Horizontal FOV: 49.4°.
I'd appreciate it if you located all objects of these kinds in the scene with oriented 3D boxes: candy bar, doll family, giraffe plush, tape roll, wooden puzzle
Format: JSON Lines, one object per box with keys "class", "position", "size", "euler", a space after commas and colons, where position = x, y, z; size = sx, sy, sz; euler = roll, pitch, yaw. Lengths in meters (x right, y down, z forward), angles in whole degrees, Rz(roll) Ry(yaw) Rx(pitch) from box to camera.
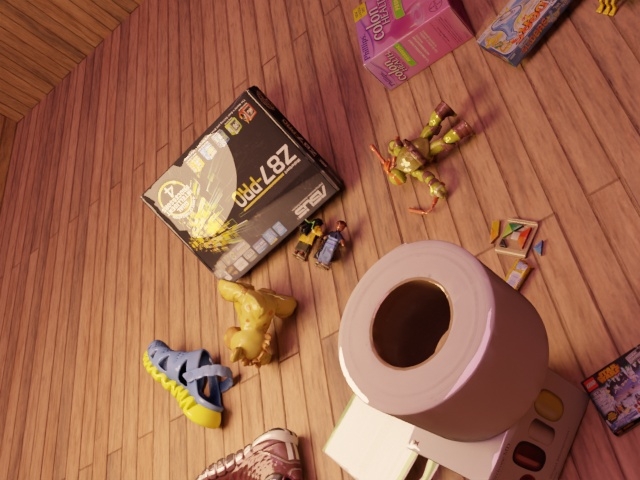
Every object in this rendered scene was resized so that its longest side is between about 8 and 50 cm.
{"class": "candy bar", "position": [0.331, 0.105, 1.255], "size": [0.040, 0.018, 0.162], "euler": [29, 87, 45]}
{"class": "doll family", "position": [0.000, 0.000, 1.602], "size": [0.193, 0.076, 0.111], "euler": [21, 77, 43]}
{"class": "giraffe plush", "position": [-0.150, 0.194, 1.562], "size": [0.210, 0.181, 0.171], "euler": [12, 86, 64]}
{"class": "tape roll", "position": [0.169, 0.141, 0.969], "size": [0.246, 0.169, 0.246], "euler": [-22, 53, 33]}
{"class": "wooden puzzle", "position": [0.363, -0.006, 1.295], "size": [0.116, 0.014, 0.079], "euler": [4, 69, 45]}

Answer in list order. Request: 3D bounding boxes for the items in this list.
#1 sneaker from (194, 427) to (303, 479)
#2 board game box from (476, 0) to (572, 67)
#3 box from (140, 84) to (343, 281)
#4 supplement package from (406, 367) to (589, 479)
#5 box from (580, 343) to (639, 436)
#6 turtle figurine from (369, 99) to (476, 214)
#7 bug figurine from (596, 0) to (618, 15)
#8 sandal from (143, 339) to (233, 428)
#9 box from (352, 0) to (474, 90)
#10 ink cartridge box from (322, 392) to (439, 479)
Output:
{"class": "sneaker", "position": [-0.146, 0.514, 1.404], "size": [0.281, 0.106, 0.163], "euler": [-40, 47, 18]}
{"class": "board game box", "position": [0.438, -0.474, 1.469], "size": [0.201, 0.035, 0.136], "euler": [-51, 33, 13]}
{"class": "box", "position": [-0.193, -0.125, 1.690], "size": [0.395, 0.318, 0.097], "euler": [-40, 9, 18]}
{"class": "supplement package", "position": [0.276, 0.276, 1.065], "size": [0.149, 0.203, 0.194], "euler": [15, 77, 47]}
{"class": "box", "position": [0.474, 0.217, 1.042], "size": [0.137, 0.027, 0.094], "euler": [-41, 43, 19]}
{"class": "turtle figurine", "position": [0.212, -0.198, 1.501], "size": [0.217, 0.087, 0.269], "euler": [-46, 43, 13]}
{"class": "bug figurine", "position": [0.599, -0.590, 1.379], "size": [0.279, 0.072, 0.216], "euler": [-57, 41, 2]}
{"class": "sandal", "position": [-0.310, 0.319, 1.676], "size": [0.317, 0.126, 0.138], "euler": [30, 84, 40]}
{"class": "box", "position": [0.216, -0.524, 1.673], "size": [0.243, 0.117, 0.214], "euler": [-30, 49, 29]}
{"class": "ink cartridge box", "position": [0.127, 0.373, 1.262], "size": [0.235, 0.056, 0.171], "euler": [28, 87, 45]}
